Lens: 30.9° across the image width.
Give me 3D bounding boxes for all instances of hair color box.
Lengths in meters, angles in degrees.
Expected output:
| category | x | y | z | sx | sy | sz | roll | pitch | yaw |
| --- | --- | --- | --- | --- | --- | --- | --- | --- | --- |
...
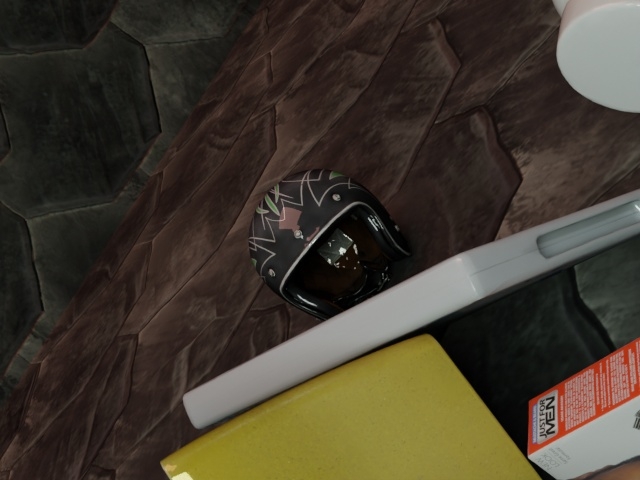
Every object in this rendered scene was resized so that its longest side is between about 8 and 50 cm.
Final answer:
| category | x | y | z | sx | sy | sz | roll | pitch | yaw |
| --- | --- | --- | --- | --- | --- | --- | --- | --- | --- |
| hair color box | 0.221 | 0.105 | 0.713 | 0.167 | 0.093 | 0.053 | -38 | 24 | 35 |

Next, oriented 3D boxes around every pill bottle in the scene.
| category | x | y | z | sx | sy | sz | roll | pitch | yaw |
| --- | --- | --- | --- | --- | --- | --- | --- | --- | --- |
| pill bottle | 0.283 | -0.260 | 0.971 | 0.169 | 0.169 | 0.302 | -27 | 37 | 50 |

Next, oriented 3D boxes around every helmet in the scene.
| category | x | y | z | sx | sy | sz | roll | pitch | yaw |
| --- | --- | --- | --- | --- | --- | --- | --- | --- | --- |
| helmet | 0.000 | 0.000 | 1.273 | 0.169 | 0.161 | 0.169 | -44 | 21 | 22 |

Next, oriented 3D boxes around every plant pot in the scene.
| category | x | y | z | sx | sy | sz | roll | pitch | yaw |
| --- | --- | --- | --- | --- | --- | --- | --- | --- | --- |
| plant pot | 0.036 | 0.178 | 0.787 | 0.187 | 0.212 | 0.212 | -36 | -6 | -7 |

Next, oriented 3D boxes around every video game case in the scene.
| category | x | y | z | sx | sy | sz | roll | pitch | yaw |
| --- | --- | --- | --- | --- | --- | --- | --- | --- | --- |
| video game case | 0.093 | 0.050 | 0.919 | 0.300 | 0.036 | 0.329 | -17 | -10 | -44 |
